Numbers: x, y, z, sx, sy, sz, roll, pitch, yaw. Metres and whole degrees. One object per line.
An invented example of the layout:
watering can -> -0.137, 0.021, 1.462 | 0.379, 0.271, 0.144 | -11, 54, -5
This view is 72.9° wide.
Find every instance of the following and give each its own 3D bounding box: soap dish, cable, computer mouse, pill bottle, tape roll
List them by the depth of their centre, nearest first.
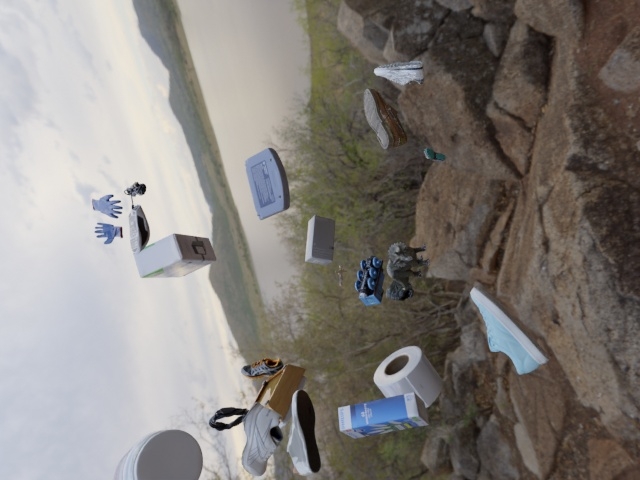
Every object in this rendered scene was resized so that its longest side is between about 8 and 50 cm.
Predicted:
computer mouse -> -0.486, -0.058, 1.162 | 0.106, 0.042, 0.193 | -13, 82, 46
pill bottle -> -0.516, 0.730, 1.369 | 0.392, 0.224, 0.224 | -46, 55, 47
soap dish -> -0.193, 0.678, 1.836 | 0.118, 0.229, 0.291 | 43, -150, -7
tape roll -> 0.375, 0.598, 1.864 | 0.169, 0.246, 0.246 | 54, 173, -6
cable -> -0.395, 0.791, 1.915 | 0.047, 0.184, 0.151 | 60, 138, 46

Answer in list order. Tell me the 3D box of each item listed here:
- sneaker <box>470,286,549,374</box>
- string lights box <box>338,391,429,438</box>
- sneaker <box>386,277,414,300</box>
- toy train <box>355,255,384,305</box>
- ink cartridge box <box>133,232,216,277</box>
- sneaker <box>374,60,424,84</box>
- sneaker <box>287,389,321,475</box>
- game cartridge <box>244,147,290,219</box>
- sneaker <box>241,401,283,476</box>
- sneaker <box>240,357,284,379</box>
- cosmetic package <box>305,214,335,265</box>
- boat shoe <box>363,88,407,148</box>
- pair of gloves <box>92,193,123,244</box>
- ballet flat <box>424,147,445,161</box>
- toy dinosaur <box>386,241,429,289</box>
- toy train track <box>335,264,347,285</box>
sneaker -> 0.680, 0.347, 1.658 | 0.135, 0.150, 0.366 | 16, -148, -55
string lights box -> 0.202, 0.567, 1.398 | 0.133, 0.259, 0.077 | 50, -153, -47
sneaker -> 0.442, 0.225, 2.243 | 0.130, 0.227, 0.087 | 16, 139, 28
toy train -> 0.186, 0.143, 1.573 | 0.105, 0.080, 0.184 | 51, -139, -31
ink cartridge box -> -0.585, 0.067, 1.769 | 0.115, 0.198, 0.273 | 68, -168, 9
sneaker -> 0.349, -0.742, 1.937 | 0.235, 0.090, 0.095 | 13, 134, 32
sneaker -> -0.086, 0.707, 1.597 | 0.105, 0.123, 0.290 | 25, -136, -42
game cartridge -> -0.239, -0.260, 1.979 | 0.196, 0.060, 0.295 | -19, 83, 38
sneaker -> -0.201, 0.719, 1.526 | 0.111, 0.129, 0.297 | -42, -40, -61
sneaker -> -0.268, 0.589, 2.018 | 0.084, 0.214, 0.083 | -83, -13, -68
cosmetic package -> 0.000, 0.000, 2.260 | 0.107, 0.127, 0.238 | 142, 136, -61
boat shoe -> 0.277, -0.525, 1.867 | 0.111, 0.104, 0.308 | 115, 140, -65
pair of gloves -> -0.822, -0.080, 1.678 | 0.023, 0.159, 0.198 | -21, -67, -61
ballet flat -> 0.441, -0.332, 1.707 | 0.041, 0.114, 0.041 | -24, 61, 53
toy dinosaur -> 0.315, 0.088, 1.640 | 0.314, 0.160, 0.121 | 97, 171, -63
toy train track -> 0.080, 0.138, 1.710 | 0.014, 0.048, 0.083 | -145, 51, -69
